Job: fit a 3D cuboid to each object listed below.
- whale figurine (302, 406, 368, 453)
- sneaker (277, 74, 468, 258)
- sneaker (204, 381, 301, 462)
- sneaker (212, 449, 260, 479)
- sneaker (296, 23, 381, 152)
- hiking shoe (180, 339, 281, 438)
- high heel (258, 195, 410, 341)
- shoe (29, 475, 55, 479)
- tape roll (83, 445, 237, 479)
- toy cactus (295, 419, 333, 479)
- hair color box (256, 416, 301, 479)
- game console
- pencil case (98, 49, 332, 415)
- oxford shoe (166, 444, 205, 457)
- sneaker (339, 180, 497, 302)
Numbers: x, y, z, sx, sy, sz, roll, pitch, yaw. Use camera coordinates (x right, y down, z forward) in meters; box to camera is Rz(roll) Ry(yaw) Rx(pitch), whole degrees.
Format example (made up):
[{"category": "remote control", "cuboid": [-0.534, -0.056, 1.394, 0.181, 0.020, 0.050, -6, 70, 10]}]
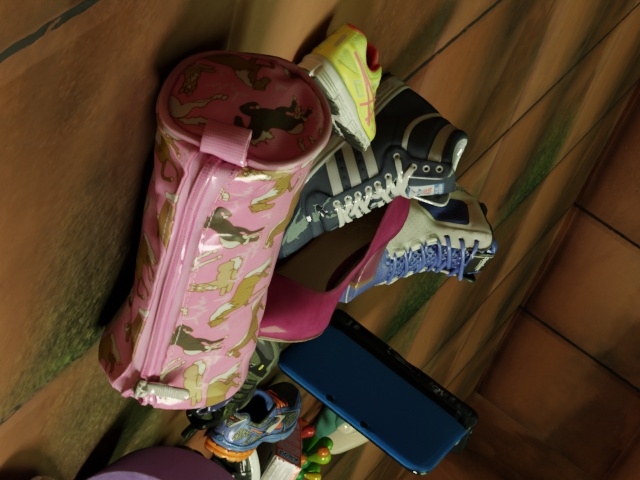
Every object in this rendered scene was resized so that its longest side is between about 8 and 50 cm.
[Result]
[{"category": "whale figurine", "cuboid": [0.060, 0.323, 2.560, 0.272, 0.141, 0.216, -32, 170, 16]}, {"category": "sneaker", "cuboid": [0.061, -0.061, 1.613, 0.282, 0.153, 0.099, -50, 164, -15]}, {"category": "sneaker", "cuboid": [-0.087, 0.260, 2.019, 0.221, 0.083, 0.087, -31, 147, -60]}, {"category": "sneaker", "cuboid": [-0.169, 0.401, 2.079, 0.121, 0.079, 0.217, -21, 136, -39]}, {"category": "sneaker", "cuboid": [0.035, -0.166, 1.449, 0.094, 0.081, 0.208, -54, 165, -8]}, {"category": "hiking shoe", "cuboid": [-0.122, 0.179, 1.716, 0.114, 0.086, 0.227, -46, 164, -38]}, {"category": "high heel", "cuboid": [0.000, 0.000, 1.681, 0.377, 0.127, 0.181, -35, 146, -62]}, {"category": "shoe", "cuboid": [-0.317, 0.298, 1.466, 0.077, 0.058, 0.219, -20, 154, -5]}, {"category": "tape roll", "cuboid": [-0.191, 0.392, 1.610, 0.274, 0.275, 0.090, -61, 164, 24]}, {"category": "toy cactus", "cuboid": [-0.062, 0.397, 2.400, 0.180, 0.112, 0.219, -33, 164, -6]}, {"category": "hair color box", "cuboid": [-0.073, 0.356, 2.186, 0.093, 0.053, 0.167, -59, -170, 18]}, {"category": "game console", "cuboid": [0.085, 0.266, 2.137, 0.173, 0.293, 0.250, -46, 164, -21]}, {"category": "pencil case", "cuboid": [-0.106, 0.001, 1.250, 0.160, 0.167, 0.386, -3, 138, -24]}, {"category": "oxford shoe", "cuboid": [-0.213, 0.317, 1.785, 0.227, 0.083, 0.096, -5, 118, -78]}, {"category": "sneaker", "cuboid": [0.160, 0.000, 1.991, 0.315, 0.182, 0.127, -41, 158, -41]}]
